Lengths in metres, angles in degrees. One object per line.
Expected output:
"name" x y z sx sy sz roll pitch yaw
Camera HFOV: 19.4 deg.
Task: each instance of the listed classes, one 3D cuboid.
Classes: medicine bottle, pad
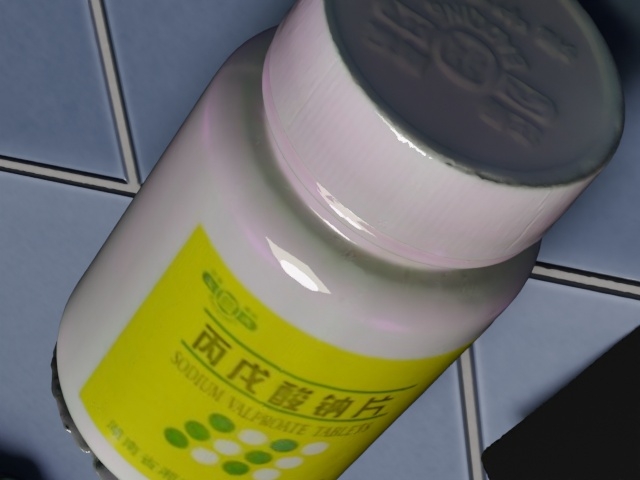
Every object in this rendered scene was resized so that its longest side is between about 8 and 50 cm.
"medicine bottle" 0.000 0.000 1.102 0.213 0.213 0.378 40 136 2
"pad" 0.195 0.197 1.119 0.159 0.009 0.265 -42 52 30

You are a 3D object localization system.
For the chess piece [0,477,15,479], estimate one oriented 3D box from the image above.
"chess piece" -0.379 0.168 1.532 0.194 0.194 0.299 -29 94 44
